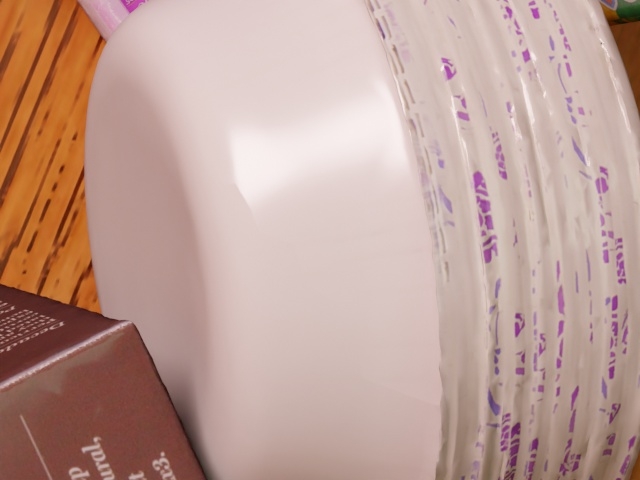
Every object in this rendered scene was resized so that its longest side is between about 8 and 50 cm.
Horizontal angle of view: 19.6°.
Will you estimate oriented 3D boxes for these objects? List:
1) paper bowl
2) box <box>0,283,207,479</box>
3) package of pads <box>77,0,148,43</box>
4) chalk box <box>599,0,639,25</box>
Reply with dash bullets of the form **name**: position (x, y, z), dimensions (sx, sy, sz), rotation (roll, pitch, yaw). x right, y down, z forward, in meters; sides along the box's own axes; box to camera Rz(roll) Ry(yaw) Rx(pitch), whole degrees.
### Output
- **paper bowl**: position (0.000, 0.000, 0.729), dimensions (0.148, 0.284, 0.284), rotation (-10, 96, -22)
- **box**: position (-0.141, 0.130, 0.718), dimensions (0.167, 0.203, 0.168), rotation (-27, 103, -21)
- **package of pads**: position (-0.089, -0.122, 0.823), dimensions (0.050, 0.032, 0.083), rotation (-39, 106, -15)
- **chalk box**: position (0.147, -0.200, 0.782), dimensions (0.180, 0.289, 0.179), rotation (-27, 102, -20)
